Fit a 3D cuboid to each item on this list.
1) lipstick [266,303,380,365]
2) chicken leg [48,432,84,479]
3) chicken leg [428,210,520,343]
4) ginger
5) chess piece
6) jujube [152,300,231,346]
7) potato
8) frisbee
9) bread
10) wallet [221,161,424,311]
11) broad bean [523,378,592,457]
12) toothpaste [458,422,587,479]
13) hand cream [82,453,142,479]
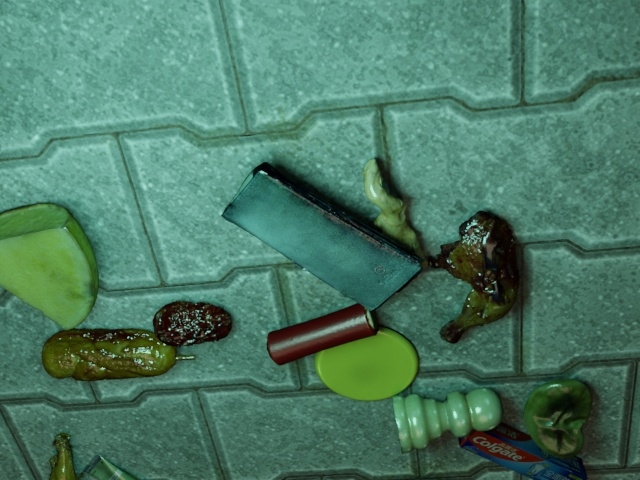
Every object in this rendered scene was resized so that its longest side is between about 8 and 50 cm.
[{"bbox_3d":[0.003,0.198,1.688,0.241,0.080,0.080,-21,121,16],"label":"lipstick"},{"bbox_3d":[-0.640,0.575,1.985,0.085,0.101,0.207,6,103,9],"label":"chicken leg"},{"bbox_3d":[0.312,0.085,1.600,0.177,0.083,0.322,-3,123,16],"label":"chicken leg"},{"bbox_3d":[0.136,-0.030,1.534,0.089,0.075,0.288,-15,126,19],"label":"ginger"},{"bbox_3d":[0.290,0.396,1.785,0.243,0.133,0.133,-10,123,4],"label":"chess piece"},{"bbox_3d":[-0.273,0.173,1.684,0.166,0.104,0.104,-8,125,-7],"label":"jujube"},{"bbox_3d":[-0.559,0.061,1.611,0.269,0.112,0.255,-10,127,14],"label":"potato"},{"bbox_3d":[0.102,0.278,1.775,0.236,0.017,0.236,1,125,2],"label":"frisbee"},{"bbox_3d":[-0.450,0.259,1.755,0.344,0.084,0.124,1,125,3],"label":"bread"},{"bbox_3d":[0.000,0.000,1.531,0.379,0.046,0.191,32,137,-13],"label":"wallet"},{"bbox_3d":[0.543,0.397,1.808,0.153,0.072,0.206,-7,112,5],"label":"broad bean"},{"bbox_3d":[0.479,0.505,1.880,0.320,0.066,0.076,25,122,-14],"label":"toothpaste"},{"bbox_3d":[-0.495,0.631,2.036,0.235,0.055,0.086,35,119,-11],"label":"hand cream"}]
